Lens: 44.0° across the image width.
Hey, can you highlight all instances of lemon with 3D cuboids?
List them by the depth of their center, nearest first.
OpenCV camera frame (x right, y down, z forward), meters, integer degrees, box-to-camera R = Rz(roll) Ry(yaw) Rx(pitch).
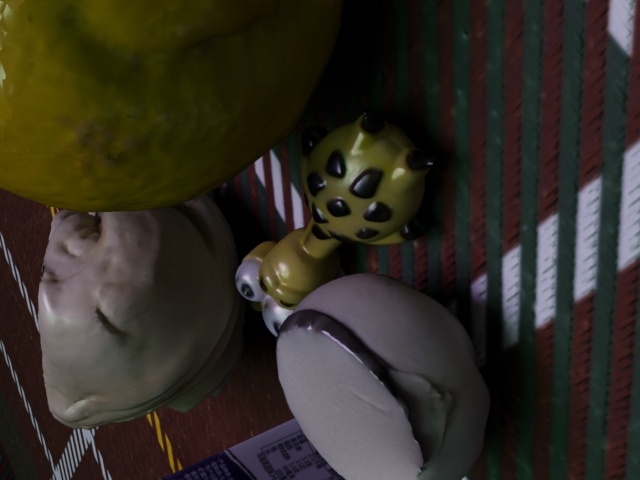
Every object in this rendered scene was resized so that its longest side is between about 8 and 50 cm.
[{"bbox_3d":[-0.151,-0.181,0.570,0.348,0.347,0.348,28,127,45],"label":"lemon"}]

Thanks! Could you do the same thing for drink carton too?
[{"bbox_3d":[-0.040,0.245,0.699,0.102,0.222,0.134,40,135,38],"label":"drink carton"}]

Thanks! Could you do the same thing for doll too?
[{"bbox_3d":[0.000,0.000,0.653,0.117,0.086,0.291,46,141,7],"label":"doll"}]

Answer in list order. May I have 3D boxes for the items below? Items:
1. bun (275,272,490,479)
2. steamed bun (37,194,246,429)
[{"bbox_3d":[0.054,0.101,0.593,0.172,0.119,0.173,33,139,35],"label":"bun"},{"bbox_3d":[-0.171,0.056,0.811,0.289,0.203,0.276,117,153,-59],"label":"steamed bun"}]
